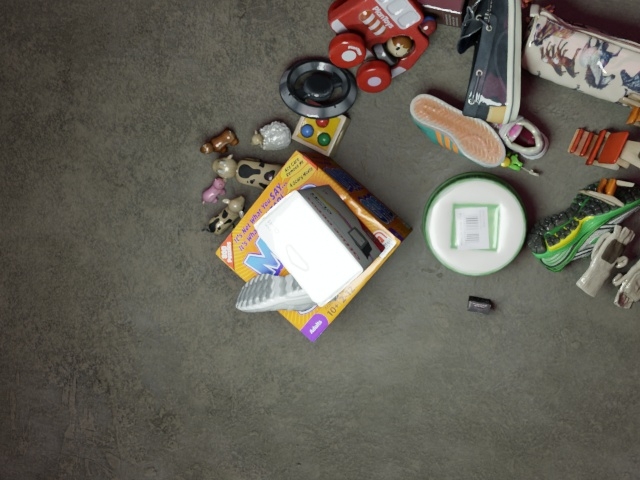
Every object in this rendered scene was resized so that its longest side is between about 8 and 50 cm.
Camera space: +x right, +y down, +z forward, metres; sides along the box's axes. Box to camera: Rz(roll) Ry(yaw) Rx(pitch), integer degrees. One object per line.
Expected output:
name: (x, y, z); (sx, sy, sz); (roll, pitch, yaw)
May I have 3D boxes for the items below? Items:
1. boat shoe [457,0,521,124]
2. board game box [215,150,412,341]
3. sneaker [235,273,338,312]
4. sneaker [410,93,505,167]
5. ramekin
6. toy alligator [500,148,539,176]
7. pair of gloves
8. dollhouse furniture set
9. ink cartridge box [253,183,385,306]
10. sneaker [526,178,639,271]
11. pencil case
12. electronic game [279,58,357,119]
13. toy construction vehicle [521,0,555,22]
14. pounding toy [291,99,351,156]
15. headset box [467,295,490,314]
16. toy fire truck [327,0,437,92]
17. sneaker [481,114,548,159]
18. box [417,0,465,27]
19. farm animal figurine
boat shoe: (0.443, -0.555, 1.599); (0.155, 0.187, 0.501); (0, 86, 10)
board game box: (0.000, 0.000, 1.704); (0.356, 0.356, 0.356); (42, 103, 6)
sneaker: (-0.088, 0.148, 1.503); (0.281, 0.105, 0.115); (-11, 135, 30)
sneaker: (0.387, -0.303, 1.699); (0.302, 0.121, 0.108); (38, 92, 12)
ramekin: (0.436, -0.042, 1.702); (0.303, 0.148, 0.304); (2, 97, 14)
toy alligator: (0.532, -0.231, 1.705); (0.189, 0.056, 0.051); (17, 100, 11)
pair of gloves: (0.815, 0.074, 1.631); (0.240, 0.042, 0.204); (21, 100, -23)
dollhouse furniture set: (0.739, -0.237, 1.550); (0.135, 0.259, 0.262); (22, 100, 8)
ink cartridge box: (0.011, -0.002, 1.358); (0.131, 0.306, 0.226); (-41, 87, 14)
sneaker: (0.739, -0.044, 1.659); (0.343, 0.134, 0.146); (-33, 124, 8)
pencil case: (0.718, -0.478, 1.573); (0.410, 0.160, 0.184); (24, 140, 10)
electronic game: (-0.007, -0.445, 1.762); (0.229, 0.048, 0.229); (2, 61, -4)
toy construction vehicle: (0.601, -0.654, 1.653); (0.098, 0.035, 0.086); (-20, 91, 15)
pounding toy: (-0.021, -0.377, 1.804); (0.206, 0.094, 0.181); (28, 102, 9)
headset box: (0.462, 0.189, 1.755); (0.062, 0.083, 0.032); (9, 99, 13)
toy fire truck: (0.171, -0.559, 1.629); (0.253, 0.302, 0.170); (-21, 56, 34)
sneaker: (0.521, -0.316, 1.670); (0.252, 0.111, 0.103); (29, 102, 9)
box: (0.332, -0.716, 1.642); (0.166, 0.168, 0.203); (16, 100, 11)
farm animal figurine: (-0.241, -0.186, 1.838); (0.326, 0.172, 0.331); (-4, 95, 14)
